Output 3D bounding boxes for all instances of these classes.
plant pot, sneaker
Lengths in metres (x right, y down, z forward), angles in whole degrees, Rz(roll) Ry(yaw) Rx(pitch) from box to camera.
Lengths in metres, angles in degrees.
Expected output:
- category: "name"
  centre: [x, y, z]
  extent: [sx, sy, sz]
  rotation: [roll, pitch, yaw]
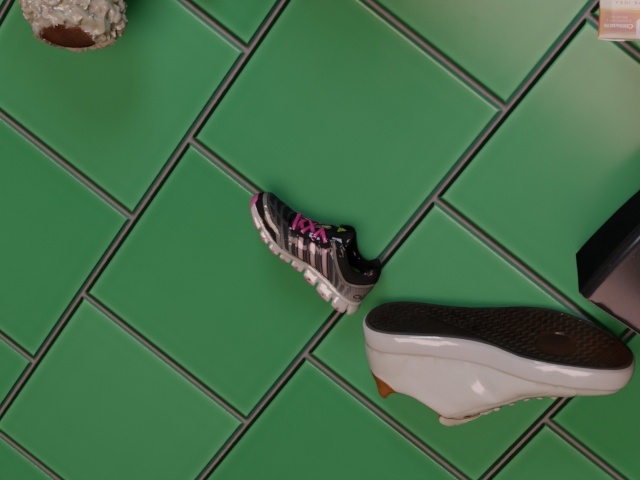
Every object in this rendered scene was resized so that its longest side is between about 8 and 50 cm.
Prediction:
- category: "plant pot"
  centre: [0.369, 0.017, 1.232]
  extent: [0.188, 0.187, 0.167]
  rotation: [34, 105, 2]
- category: "sneaker"
  centre: [0.190, 0.140, 1.381]
  extent: [0.290, 0.106, 0.123]
  rotation: [7, 120, 25]
- category: "sneaker"
  centre: [0.000, 0.000, 1.399]
  extent: [0.170, 0.063, 0.075]
  rotation: [45, 117, -9]

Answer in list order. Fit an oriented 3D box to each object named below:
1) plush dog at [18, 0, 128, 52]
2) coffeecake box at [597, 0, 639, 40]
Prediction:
- category: "plush dog"
  centre: [-0.224, -0.352, 1.287]
  extent: [0.225, 0.211, 0.262]
  rotation: [-20, 133, 9]
- category: "coffeecake box"
  centre: [0.288, -0.282, 1.149]
  extent: [0.068, 0.142, 0.186]
  rotation: [4, 112, 17]
